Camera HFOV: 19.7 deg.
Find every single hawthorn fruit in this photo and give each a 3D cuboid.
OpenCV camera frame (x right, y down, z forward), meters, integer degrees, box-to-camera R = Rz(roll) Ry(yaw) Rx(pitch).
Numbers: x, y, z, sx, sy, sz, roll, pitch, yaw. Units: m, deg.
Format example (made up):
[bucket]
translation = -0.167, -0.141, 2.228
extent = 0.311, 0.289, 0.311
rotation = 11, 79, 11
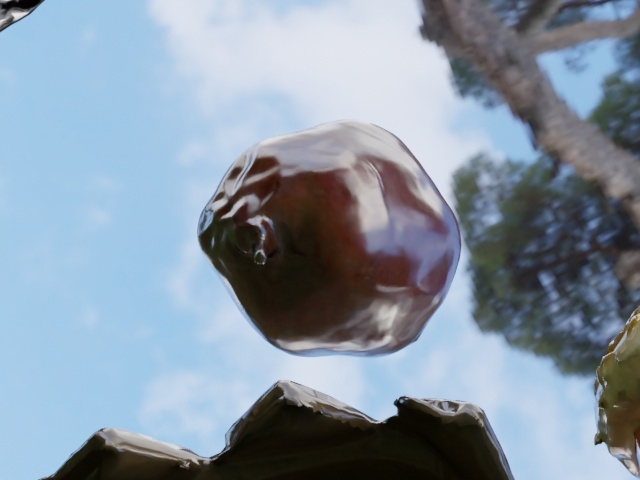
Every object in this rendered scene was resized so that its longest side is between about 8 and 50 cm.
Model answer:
[hawthorn fruit]
translation = 0.000, 0.000, 1.529
extent = 0.208, 0.248, 0.208
rotation = -2, -94, 26

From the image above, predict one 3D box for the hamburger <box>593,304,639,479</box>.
[hamburger]
translation = 0.372, 0.135, 1.333
extent = 0.330, 0.330, 0.250
rotation = -60, -141, 36

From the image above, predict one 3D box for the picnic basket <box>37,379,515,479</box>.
[picnic basket]
translation = -0.024, 0.175, 0.450
extent = 0.321, 0.254, 0.291
rotation = 69, 2, -58

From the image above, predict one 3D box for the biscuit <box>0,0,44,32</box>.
[biscuit]
translation = -0.315, -0.302, 1.415
extent = 0.091, 0.407, 0.407
rotation = 51, -49, 28
